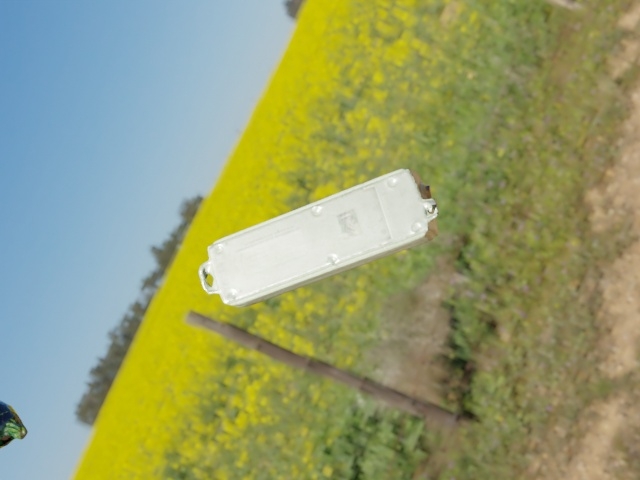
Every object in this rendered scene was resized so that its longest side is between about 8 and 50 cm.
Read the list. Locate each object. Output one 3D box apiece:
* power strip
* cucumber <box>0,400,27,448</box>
[{"bbox_3d":[0.000,0.001,1.312,0.052,0.272,0.078,18,-127,-69],"label":"power strip"},{"bbox_3d":[-0.309,0.158,0.993,0.284,0.056,0.056,-20,39,48],"label":"cucumber"}]
